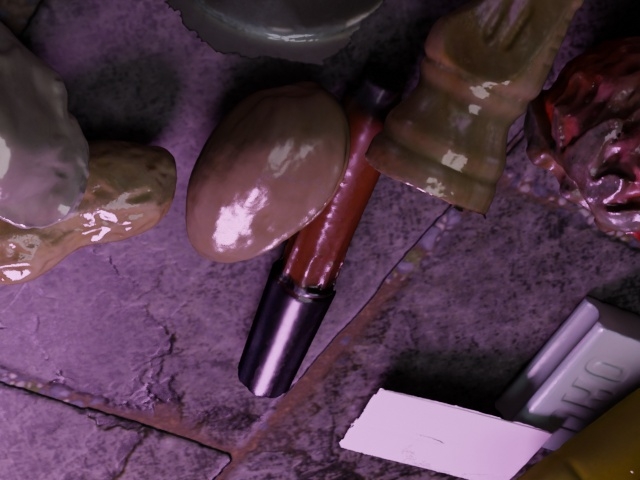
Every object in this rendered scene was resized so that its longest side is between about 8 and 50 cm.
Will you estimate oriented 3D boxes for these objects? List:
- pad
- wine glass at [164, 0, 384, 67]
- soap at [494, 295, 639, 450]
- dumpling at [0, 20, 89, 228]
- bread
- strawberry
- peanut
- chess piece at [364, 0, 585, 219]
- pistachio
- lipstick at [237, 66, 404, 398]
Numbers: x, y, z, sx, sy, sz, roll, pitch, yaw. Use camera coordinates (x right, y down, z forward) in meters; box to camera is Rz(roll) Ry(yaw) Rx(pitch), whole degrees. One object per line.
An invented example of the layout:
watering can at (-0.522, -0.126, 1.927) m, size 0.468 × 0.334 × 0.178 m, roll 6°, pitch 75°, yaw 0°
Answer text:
pad at (0.152, 0.246, 1.810) m, size 0.232 × 0.004 × 0.156 m, roll 16°, pitch 142°, yaw -13°
wine glass at (-0.017, -0.338, 1.175) m, size 0.238 × 0.238 × 0.323 m, roll -5°, pitch 135°, yaw -10°
soap at (0.320, 0.169, 1.797) m, size 0.119 × 0.066 × 0.198 m, roll 20°, pitch 123°, yaw -26°
dumpling at (-0.316, -0.114, 1.353) m, size 0.250 × 0.132 × 0.162 m, roll 39°, pitch 95°, yaw -4°
bread at (0.399, 0.305, 1.784) m, size 0.377 × 0.208 × 0.251 m, roll -33°, pitch 148°, yaw -1°
strawberry at (0.369, -0.107, 1.454) m, size 0.336 × 0.265 × 0.149 m, roll -6°, pitch 136°, yaw -39°
peanut at (-0.263, -0.026, 1.448) m, size 0.257 × 0.123 × 0.123 m, roll -15°, pitch 132°, yaw 2°
chess piece at (0.164, -0.179, 1.392) m, size 0.137 × 0.137 × 0.300 m, roll 21°, pitch 103°, yaw -28°
pistachio at (-0.054, -0.067, 1.458) m, size 0.136 × 0.135 × 0.226 m, roll 20°, pitch 127°, yaw -28°
lipstick at (0.000, 0.000, 1.567) m, size 0.077 × 0.077 × 0.418 m, roll 8°, pitch 126°, yaw -20°
